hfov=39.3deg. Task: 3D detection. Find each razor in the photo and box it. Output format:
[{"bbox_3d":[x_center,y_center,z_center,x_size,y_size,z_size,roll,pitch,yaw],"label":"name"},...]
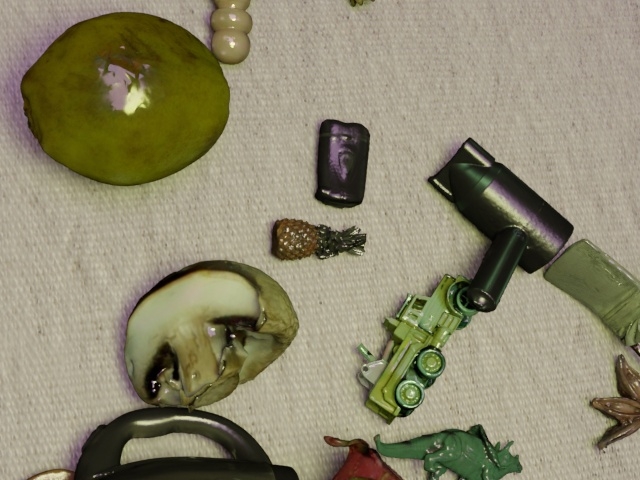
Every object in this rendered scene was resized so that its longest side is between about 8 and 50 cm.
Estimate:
[{"bbox_3d":[0.037,-0.130,1.523,0.090,0.054,0.148,7,78,-12],"label":"razor"}]

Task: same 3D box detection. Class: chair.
[{"bbox_3d":[0.570,0.100,1.541,0.186,0.160,0.319,-37,76,-25],"label":"chair"}]

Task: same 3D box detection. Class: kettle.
[{"bbox_3d":[-0.208,0.385,1.277,0.324,0.228,0.321,8,54,-16],"label":"kettle"}]

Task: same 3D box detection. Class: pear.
[{"bbox_3d":[-0.292,-0.217,1.368,0.321,0.269,0.269,-7,80,-28],"label":"pear"}]

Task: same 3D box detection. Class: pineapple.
[{"bbox_3d":[0.000,0.000,1.482,0.159,0.074,0.074,3,78,-16],"label":"pineapple"}]

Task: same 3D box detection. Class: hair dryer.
[{"bbox_3d":[0.270,-0.013,1.473,0.244,0.116,0.302,39,41,-2],"label":"hair dryer"}]

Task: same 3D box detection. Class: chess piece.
[{"bbox_3d":[-0.147,-0.383,1.517,0.094,0.094,0.171,0,85,-13],"label":"chess piece"}]

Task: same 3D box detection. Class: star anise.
[{"bbox_3d":[0.568,0.288,1.565,0.207,0.063,0.172,4,74,-9],"label":"star anise"}]

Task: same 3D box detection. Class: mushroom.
[{"bbox_3d":[-0.158,0.138,1.370,0.267,0.164,0.190,-47,64,16],"label":"mushroom"}]

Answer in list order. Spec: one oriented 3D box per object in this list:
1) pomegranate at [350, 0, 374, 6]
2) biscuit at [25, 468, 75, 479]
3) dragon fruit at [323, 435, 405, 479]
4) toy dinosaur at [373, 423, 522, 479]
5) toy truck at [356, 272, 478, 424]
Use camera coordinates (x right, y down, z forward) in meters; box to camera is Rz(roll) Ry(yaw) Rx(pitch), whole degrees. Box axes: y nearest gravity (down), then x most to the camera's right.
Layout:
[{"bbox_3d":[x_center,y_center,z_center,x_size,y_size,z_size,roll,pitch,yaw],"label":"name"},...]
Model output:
[{"bbox_3d":[0.050,-0.516,1.566,0.159,0.159,0.205,-26,112,-17],"label":"pomegranate"},{"bbox_3d":[-0.377,0.413,1.319,0.170,0.050,0.170,4,79,-23],"label":"biscuit"},{"bbox_3d":[0.076,0.480,1.297,0.263,0.296,0.314,-47,57,-8],"label":"dragon fruit"},{"bbox_3d":[0.206,0.361,1.440,0.291,0.079,0.120,1,71,-29],"label":"toy dinosaur"},{"bbox_3d":[0.154,0.161,1.460,0.135,0.128,0.260,36,73,10],"label":"toy truck"}]
